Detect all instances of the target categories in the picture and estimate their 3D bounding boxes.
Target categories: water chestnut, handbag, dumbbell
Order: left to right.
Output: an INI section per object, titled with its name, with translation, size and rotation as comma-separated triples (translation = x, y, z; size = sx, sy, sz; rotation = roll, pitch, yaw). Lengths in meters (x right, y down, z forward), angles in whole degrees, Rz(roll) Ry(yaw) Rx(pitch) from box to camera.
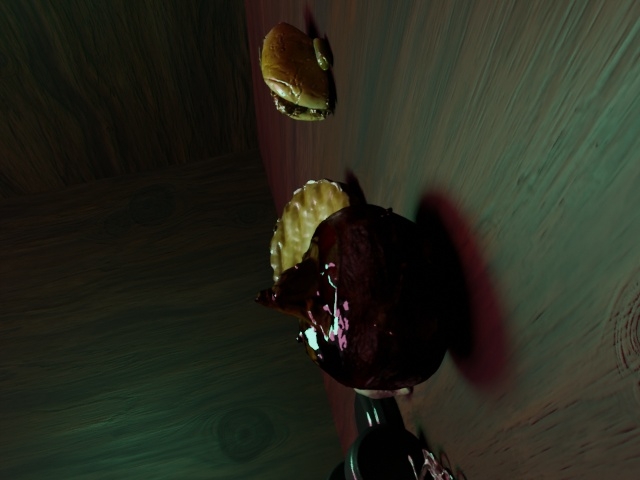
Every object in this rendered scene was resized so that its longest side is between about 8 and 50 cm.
[water chestnut]
translation = 0.054, 0.100, 1.113
size = 0.335, 0.347, 0.335
rotation = 177, 90, -78
[dumbbell]
translation = 0.130, 0.609, 1.581
size = 0.322, 0.204, 0.203
rotation = 111, 148, -49
[handbag]
translation = 0.169, 0.544, 1.837
size = 0.308, 0.093, 0.253
rotation = 91, 166, -58

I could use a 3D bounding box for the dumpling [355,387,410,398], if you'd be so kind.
[dumpling]
translation = 0.128, 0.315, 1.586
size = 0.216, 0.126, 0.166
rotation = 39, 152, 64

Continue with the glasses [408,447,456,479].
[glasses]
translation = 0.248, 0.547, 1.323
size = 0.162, 0.095, 0.255
rotation = 63, 176, -9

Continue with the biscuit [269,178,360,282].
[biscuit]
translation = 0.000, 0.000, 1.653
size = 0.326, 0.107, 0.325
rotation = -16, 67, 44

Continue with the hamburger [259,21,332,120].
[hamburger]
translation = -0.069, -0.444, 1.699
size = 0.282, 0.245, 0.155
rotation = 29, 150, 11

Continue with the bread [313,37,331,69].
[bread]
translation = 0.006, -0.469, 1.585
size = 0.049, 0.034, 0.088
rotation = 61, -165, -64
